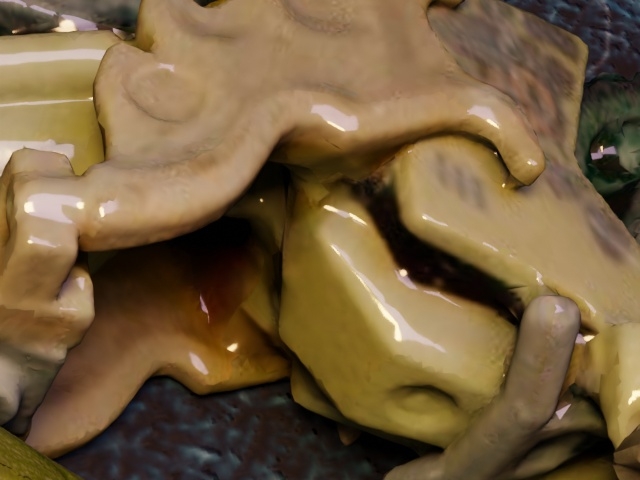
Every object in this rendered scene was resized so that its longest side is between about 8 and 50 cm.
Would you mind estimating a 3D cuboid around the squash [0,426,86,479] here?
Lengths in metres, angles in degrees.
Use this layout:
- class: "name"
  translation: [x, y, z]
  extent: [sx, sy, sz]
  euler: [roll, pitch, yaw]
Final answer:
- class: "squash"
  translation: [-0.115, 0.087, 0.578]
  extent: [0.239, 0.069, 0.069]
  euler: [42, 37, -47]

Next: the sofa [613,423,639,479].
- class: "sofa"
  translation: [0.185, 0.123, 0.673]
  extent: [0.210, 0.176, 0.225]
  euler: [-36, 99, -40]

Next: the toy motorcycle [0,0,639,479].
- class: "toy motorcycle"
  translation: [0.000, 0.000, 0.703]
  extent: [0.410, 0.168, 0.237]
  euler: [13, 47, -15]
